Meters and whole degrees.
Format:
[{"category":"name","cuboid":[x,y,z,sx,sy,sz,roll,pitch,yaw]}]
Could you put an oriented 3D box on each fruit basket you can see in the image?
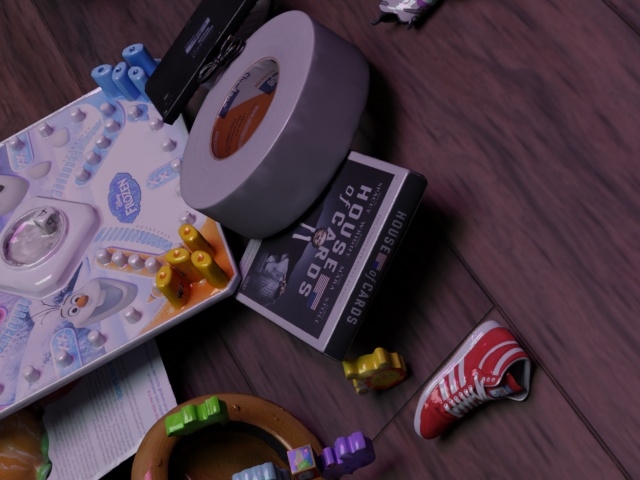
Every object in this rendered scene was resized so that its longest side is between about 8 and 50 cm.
[{"category":"fruit basket","cuboid":[-0.317,0.167,1.685,0.353,0.165,0.327,-33,50,10]}]

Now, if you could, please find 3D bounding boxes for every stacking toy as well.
[{"category":"stacking toy","cuboid":[-0.016,0.200,1.355,0.221,0.052,0.167,-17,56,6]}]

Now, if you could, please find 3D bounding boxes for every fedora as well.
[{"category":"fedora","cuboid":[-0.079,0.235,1.418,0.079,0.194,0.194,100,163,-56]}]

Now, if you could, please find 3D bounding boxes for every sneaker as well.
[{"category":"sneaker","cuboid":[0.129,0.129,1.309,0.118,0.042,0.067,-55,40,8]},{"category":"sneaker","cuboid":[-0.098,-0.233,1.684,0.053,0.061,0.152,3,73,47]},{"category":"sneaker","cuboid":[0.069,-0.242,1.538,0.069,0.038,0.098,-52,44,13]}]

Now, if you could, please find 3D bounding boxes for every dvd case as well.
[{"category":"dvd case","cuboid":[0.000,0.000,1.460,0.179,0.029,0.238,-65,26,0]}]

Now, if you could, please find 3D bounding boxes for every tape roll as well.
[{"category":"tape roll","cuboid":[-0.047,-0.112,1.527,0.219,0.072,0.219,-42,31,33]}]

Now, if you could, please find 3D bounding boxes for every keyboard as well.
[{"category":"keyboard","cuboid":[-0.115,-0.202,1.626,0.180,0.023,0.108,-54,37,14]}]

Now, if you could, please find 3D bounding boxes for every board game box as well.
[{"category":"board game box","cuboid":[-0.306,-0.003,1.666,0.390,0.050,0.390,-28,46,6]}]
